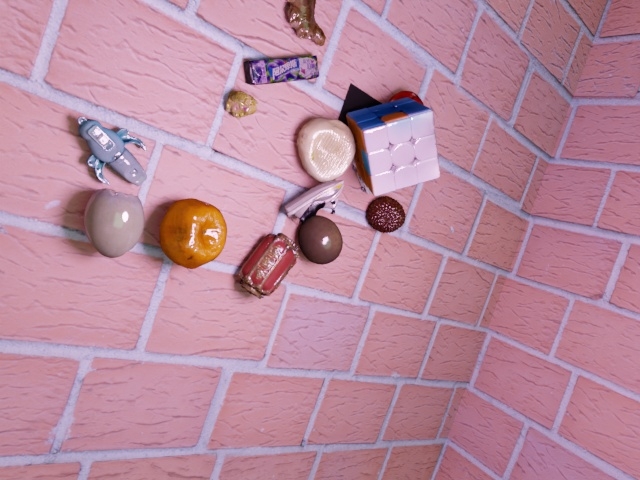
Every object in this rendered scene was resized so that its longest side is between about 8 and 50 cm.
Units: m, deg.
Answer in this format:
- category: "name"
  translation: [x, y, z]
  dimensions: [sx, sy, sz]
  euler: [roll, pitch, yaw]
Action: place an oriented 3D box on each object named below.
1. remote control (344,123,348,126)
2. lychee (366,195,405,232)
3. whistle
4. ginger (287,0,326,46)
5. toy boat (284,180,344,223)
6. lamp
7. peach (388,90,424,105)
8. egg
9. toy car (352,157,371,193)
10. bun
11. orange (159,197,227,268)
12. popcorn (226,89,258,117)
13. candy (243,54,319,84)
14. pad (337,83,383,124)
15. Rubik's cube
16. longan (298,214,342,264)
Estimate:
- category: "remote control"
  translation: [0.164, -0.476, 2.102]
  dimensions: [0.221, 0.042, 0.072]
  euler: [-7, 110, -36]
- category: "lychee"
  translation: [0.312, -0.119, 2.249]
  dimensions: [0.188, 0.188, 0.188]
  euler: [-12, 111, -34]
- category: "whistle"
  translation: [-0.664, -0.285, 1.521]
  dimensions: [0.186, 0.093, 0.274]
  euler: [-49, 130, -15]
- category: "ginger"
  translation: [-0.072, -0.890, 1.790]
  dimensions: [0.166, 0.080, 0.333]
  euler: [-41, 119, -38]
- category: "toy boat"
  translation: [-0.014, -0.156, 1.960]
  dimensions: [0.269, 0.141, 0.141]
  euler: [-18, 117, -1]
- category: "lamp"
  translation: [-0.210, 0.099, 1.932]
  dimensions: [0.274, 0.177, 0.177]
  euler: [-53, 127, -9]
- category: "peach"
  translation: [0.382, -0.582, 2.140]
  dimensions: [0.197, 0.197, 0.198]
  euler: [-12, 111, -34]
- category: "egg"
  translation: [-0.664, -0.052, 1.528]
  dimensions: [0.183, 0.183, 0.217]
  euler: [11, 90, -38]
- category: "toy car"
  translation: [0.211, -0.308, 2.189]
  dimensions: [0.095, 0.056, 0.205]
  euler: [-40, 124, -19]
- category: "bun"
  translation: [0.019, -0.382, 1.959]
  dimensions: [0.259, 0.160, 0.260]
  euler: [-6, 112, -16]
- category: "orange"
  translation: [-0.465, -0.031, 1.689]
  dimensions: [0.248, 0.183, 0.249]
  euler: [0, 90, -50]
- category: "popcorn"
  translation: [-0.286, -0.501, 1.735]
  dimensions: [0.097, 0.109, 0.089]
  euler: [88, 11, -60]
- category: "candy"
  translation: [-0.141, -0.650, 1.817]
  dimensions: [0.312, 0.061, 0.088]
  euler: [-18, 111, -32]
- category: "pad"
  translation: [0.206, -0.548, 2.144]
  dimensions: [0.299, 0.005, 0.202]
  euler: [17, 93, -39]
- category: "Rubik's cube"
  translation: [0.294, -0.393, 1.958]
  dimensions: [0.290, 0.292, 0.291]
  euler: [-16, 119, -3]
- category: "longan"
  translation: [0.000, 0.000, 2.040]
  dimensions: [0.196, 0.196, 0.220]
  euler: [-32, 118, -25]
